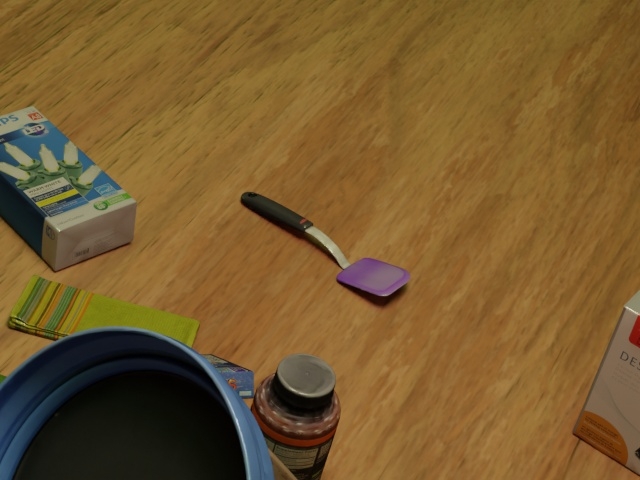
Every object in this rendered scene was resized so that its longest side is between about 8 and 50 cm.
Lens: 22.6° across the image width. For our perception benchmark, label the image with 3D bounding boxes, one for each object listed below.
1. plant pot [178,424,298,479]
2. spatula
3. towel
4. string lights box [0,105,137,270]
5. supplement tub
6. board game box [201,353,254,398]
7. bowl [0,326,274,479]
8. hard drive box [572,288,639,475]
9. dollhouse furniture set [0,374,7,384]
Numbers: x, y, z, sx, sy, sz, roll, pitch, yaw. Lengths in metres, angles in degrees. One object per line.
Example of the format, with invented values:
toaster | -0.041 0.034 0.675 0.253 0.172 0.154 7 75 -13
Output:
plant pot | -0.136 0.313 1.713 0.229 0.263 0.263 -43 59 -12
spatula | 0.000 0.000 2.318 0.296 0.030 0.084 33 41 24
towel | -0.282 0.106 2.109 0.237 0.021 0.102 15 39 1
string lights box | -0.390 -0.077 2.259 0.133 0.077 0.259 -24 51 -36
supplement tub | -0.036 0.225 1.889 0.106 0.198 0.106 10 39 -8
board game box | -0.172 0.167 1.960 0.136 0.035 0.201 -1 2 -17
bowl | -0.214 0.282 1.598 0.391 0.391 0.077 46 9 35
hard drive box | 0.447 0.193 2.049 0.181 0.232 0.089 31 41 22
dollhouse furniture set | -0.518 0.221 1.788 0.301 0.151 0.197 19 38 7
